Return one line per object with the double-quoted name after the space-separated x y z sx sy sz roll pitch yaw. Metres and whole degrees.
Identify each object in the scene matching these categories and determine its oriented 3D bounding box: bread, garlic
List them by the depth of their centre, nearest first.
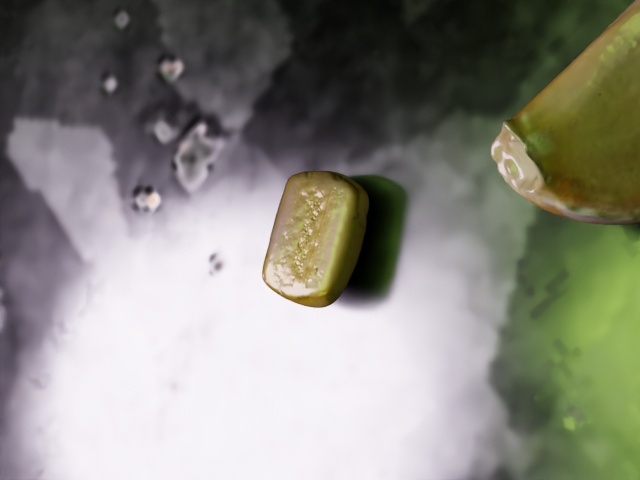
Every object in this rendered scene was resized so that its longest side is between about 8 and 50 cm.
0.242 -0.113 1.298 0.245 0.164 0.145 -48 48 10 "garlic"
0.000 0.000 1.480 0.082 0.056 0.115 8 82 29 "bread"
